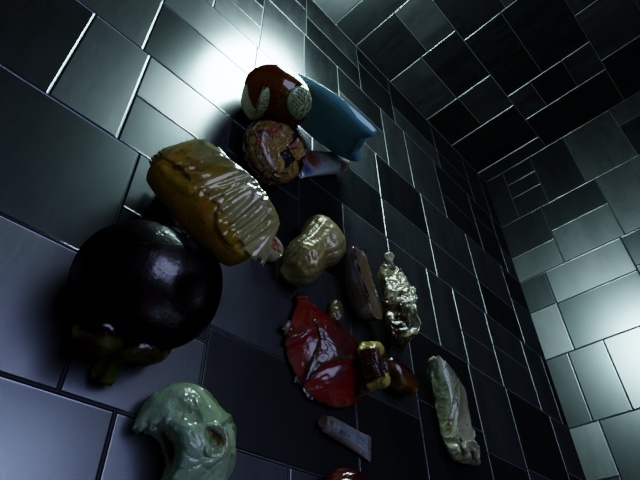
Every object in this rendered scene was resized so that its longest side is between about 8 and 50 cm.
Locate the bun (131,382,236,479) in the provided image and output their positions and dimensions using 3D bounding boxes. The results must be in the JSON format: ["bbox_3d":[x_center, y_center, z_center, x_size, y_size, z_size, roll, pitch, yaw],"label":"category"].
[{"bbox_3d":[-0.233,0.360,0.928,0.213,0.126,0.204,51,29,-9],"label":"bun"}]

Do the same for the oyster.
[{"bbox_3d":[0.243,0.232,1.715,0.110,0.205,0.396,5,36,-7],"label":"oyster"}]

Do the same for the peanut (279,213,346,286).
[{"bbox_3d":[-0.012,0.026,1.507,0.291,0.159,0.143,-57,140,-57],"label":"peanut"}]

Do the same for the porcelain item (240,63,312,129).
[{"bbox_3d":[-0.154,-0.456,1.735,0.253,0.252,0.253,35,37,-32],"label":"porcelain item"}]

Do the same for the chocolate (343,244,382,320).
[{"bbox_3d":[0.125,0.147,1.670,0.161,0.083,0.262,37,36,-62],"label":"chocolate"}]

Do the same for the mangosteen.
[{"bbox_3d":[-0.328,0.115,0.933,0.274,0.274,0.303,31,75,-37],"label":"mangosteen"}]

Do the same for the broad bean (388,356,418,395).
[{"bbox_3d":[0.246,0.424,1.591,0.165,0.084,0.114,34,33,-44],"label":"broad bean"}]

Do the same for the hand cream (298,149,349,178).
[{"bbox_3d":[0.003,-0.292,1.917,0.340,0.077,0.125,-10,71,-53],"label":"hand cream"}]

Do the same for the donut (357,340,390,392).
[{"bbox_3d":[0.149,0.341,1.396,0.140,0.059,0.141,-17,90,-72],"label":"donut"}]

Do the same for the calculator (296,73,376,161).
[{"bbox_3d":[0.013,-0.448,1.873,0.386,0.256,0.054,39,64,4],"label":"calculator"}]

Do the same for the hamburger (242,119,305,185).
[{"bbox_3d":[-0.150,-0.284,1.628,0.230,0.106,0.231,21,64,-50],"label":"hamburger"}]

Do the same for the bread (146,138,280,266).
[{"bbox_3d":[-0.253,-0.091,1.137,0.388,0.183,0.236,31,-28,50],"label":"bread"}]

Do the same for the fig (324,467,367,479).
[{"bbox_3d":[0.065,0.571,1.164,0.128,0.151,0.128,12,23,-5],"label":"fig"}]

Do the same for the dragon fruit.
[{"bbox_3d":[0.036,0.318,1.384,0.343,0.100,0.282,47,37,-16],"label":"dragon fruit"}]

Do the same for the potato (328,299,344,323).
[{"bbox_3d":[0.048,0.215,1.540,0.051,0.040,0.083,43,35,-32],"label":"potato"}]

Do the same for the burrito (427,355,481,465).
[{"bbox_3d":[0.446,0.573,1.725,0.175,0.107,0.348,39,34,-55],"label":"burrito"}]

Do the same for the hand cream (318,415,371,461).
[{"bbox_3d":[0.070,0.502,1.318,0.209,0.043,0.067,43,35,-33],"label":"hand cream"}]

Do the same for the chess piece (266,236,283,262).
[{"bbox_3d":[-0.143,0.022,1.447,0.083,0.038,0.084,37,34,-32],"label":"chess piece"}]
